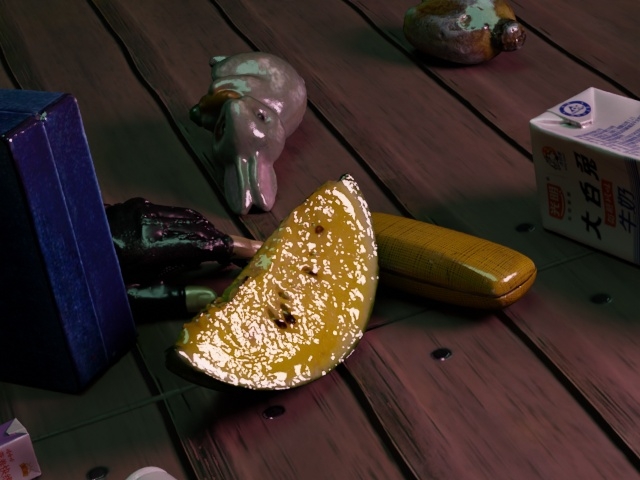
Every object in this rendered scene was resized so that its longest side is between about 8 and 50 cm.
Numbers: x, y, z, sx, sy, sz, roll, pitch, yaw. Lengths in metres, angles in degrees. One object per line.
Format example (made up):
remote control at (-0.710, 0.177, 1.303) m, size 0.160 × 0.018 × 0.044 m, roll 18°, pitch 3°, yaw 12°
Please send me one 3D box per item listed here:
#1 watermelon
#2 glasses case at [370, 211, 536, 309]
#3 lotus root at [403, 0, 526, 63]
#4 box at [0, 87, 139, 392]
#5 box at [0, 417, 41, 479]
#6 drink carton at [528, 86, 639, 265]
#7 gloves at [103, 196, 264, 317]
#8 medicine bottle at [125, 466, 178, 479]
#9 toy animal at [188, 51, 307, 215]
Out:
watermelon at (-0.033, 0.057, 1.407) m, size 0.123 × 0.129 × 0.301 m, roll 6°, pitch 39°, yaw 33°
glasses case at (0.103, 0.019, 1.492) m, size 0.234 × 0.064 × 0.079 m, roll 16°, pitch 37°, yaw 40°
lotus root at (0.192, -0.281, 1.972) m, size 0.192 × 0.088 × 0.113 m, roll 22°, pitch 59°, yaw 44°
box at (-0.338, -0.009, 1.479) m, size 0.261 × 0.279 × 0.116 m, roll 8°, pitch 34°, yaw 30°
box at (-0.308, 0.205, 1.325) m, size 0.117 × 0.050 × 0.036 m, roll -26°, pitch 33°, yaw -21°
drink carton at (0.348, -0.043, 1.450) m, size 0.106 × 0.130 × 0.315 m, roll -27°, pitch 31°, yaw -28°
gloves at (-0.148, 0.008, 1.560) m, size 0.180 × 0.106 × 0.129 m, roll -13°, pitch 27°, yaw 5°
medicine bottle at (-0.121, 0.224, 1.216) m, size 0.057 × 0.057 × 0.089 m, roll -30°, pitch 33°, yaw -30°
toy animal at (-0.081, -0.132, 1.782) m, size 0.127 × 0.125 × 0.251 m, roll -34°, pitch 31°, yaw 18°
